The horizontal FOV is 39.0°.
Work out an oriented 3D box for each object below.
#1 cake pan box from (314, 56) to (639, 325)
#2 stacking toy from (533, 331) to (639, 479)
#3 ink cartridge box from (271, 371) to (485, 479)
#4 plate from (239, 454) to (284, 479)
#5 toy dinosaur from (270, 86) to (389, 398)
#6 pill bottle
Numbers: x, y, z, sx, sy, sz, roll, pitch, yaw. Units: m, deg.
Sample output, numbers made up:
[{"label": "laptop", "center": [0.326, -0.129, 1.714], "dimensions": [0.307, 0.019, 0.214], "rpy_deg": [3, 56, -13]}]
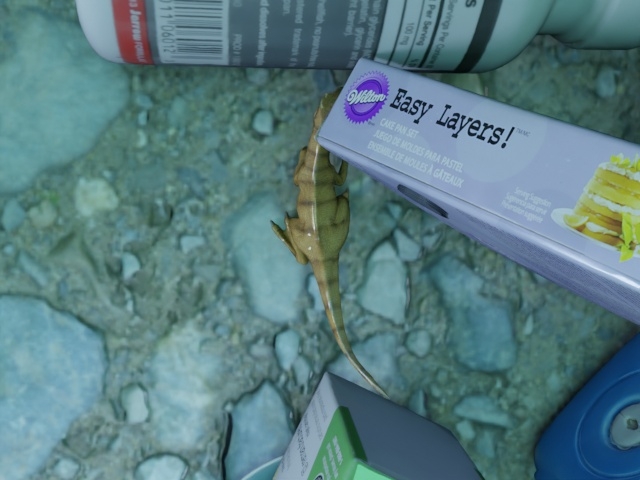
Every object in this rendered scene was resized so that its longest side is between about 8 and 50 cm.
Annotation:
[{"label": "cake pan box", "center": [0.164, -0.002, 0.552], "dimensions": [0.267, 0.245, 0.070], "rpy_deg": [27, 94, -42]}, {"label": "stacking toy", "center": [0.324, 0.223, 0.700], "dimensions": [0.302, 0.175, 0.166], "rpy_deg": [41, 91, -22]}, {"label": "ink cartridge box", "center": [0.000, 0.255, 0.604], "dimensions": [0.117, 0.201, 0.278], "rpy_deg": [26, 93, -7]}, {"label": "plate", "center": [-0.003, 0.254, 0.718], "dimensions": [0.188, 0.024, 0.188], "rpy_deg": [-1, 95, -6]}, {"label": "toy dinosaur", "center": [0.000, 0.000, 0.647], "dimensions": [0.064, 0.112, 0.212], "rpy_deg": [-7, 97, -6]}, {"label": "pill bottle", "center": [0.035, -0.214, 0.579], "dimensions": [0.363, 0.210, 0.210], "rpy_deg": [0, 96, -6]}]
